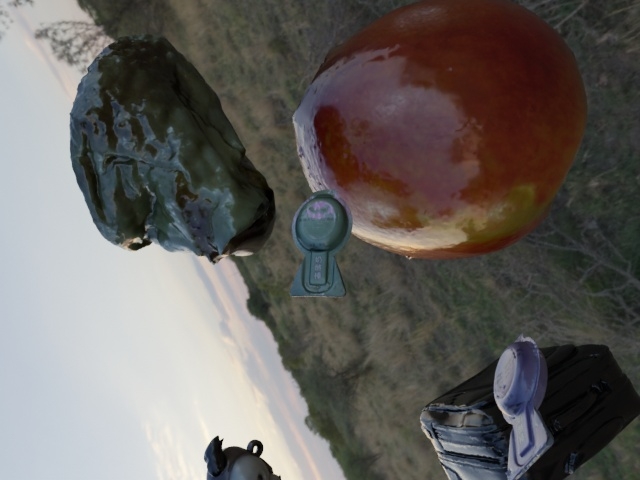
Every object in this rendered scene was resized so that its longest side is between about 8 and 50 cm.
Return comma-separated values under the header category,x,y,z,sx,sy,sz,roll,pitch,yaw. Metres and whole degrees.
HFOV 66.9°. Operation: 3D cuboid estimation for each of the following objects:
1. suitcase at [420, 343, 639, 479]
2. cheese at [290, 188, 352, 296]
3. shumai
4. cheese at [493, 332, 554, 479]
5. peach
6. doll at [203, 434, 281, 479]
category,x,y,z,sx,sy,sz,roll,pitch,yaw
suitcase,0.407,0.346,0.961,0.188,0.345,0.339,64,158,9
cheese,0.000,0.000,0.509,0.026,0.067,0.121,54,-143,-65
shumai,-0.146,-0.112,0.581,0.222,0.203,0.272,-33,-59,-69
cheese,0.248,0.193,0.601,0.191,0.042,0.105,-64,-8,-52
peach,0.149,-0.147,0.673,0.388,0.388,0.388,60,171,16
doll,-0.155,0.452,0.791,0.117,0.257,0.182,-5,133,44
